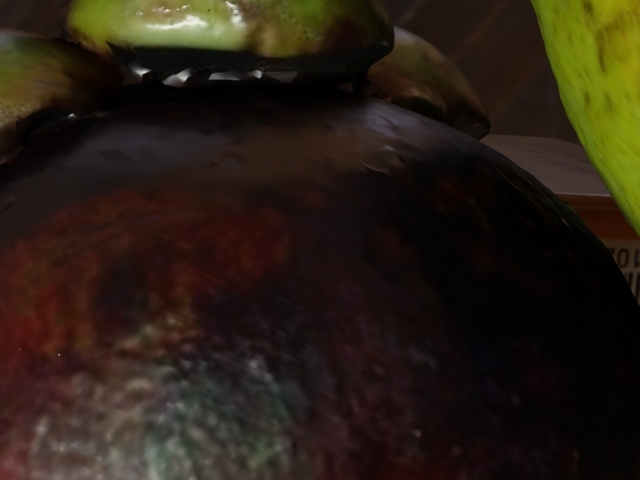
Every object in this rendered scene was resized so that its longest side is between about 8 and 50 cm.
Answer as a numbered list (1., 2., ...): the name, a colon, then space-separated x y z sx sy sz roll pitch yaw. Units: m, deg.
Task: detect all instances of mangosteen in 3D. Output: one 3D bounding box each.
1. mangosteen: -0.035 0.063 0.601 0.311 0.311 0.311 -19 46 21

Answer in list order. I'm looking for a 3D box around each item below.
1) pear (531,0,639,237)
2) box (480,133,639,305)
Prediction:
1. pear: 0.243 -0.103 0.593 0.391 0.391 0.391 -19 46 21
2. box: 0.000 -0.001 1.149 0.264 0.415 0.115 -146 59 -67
